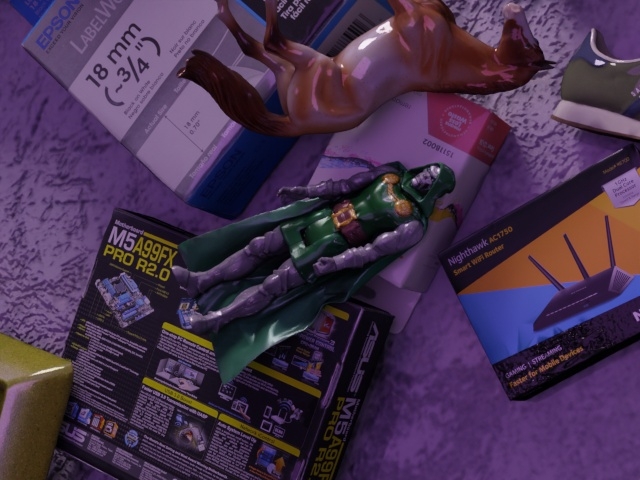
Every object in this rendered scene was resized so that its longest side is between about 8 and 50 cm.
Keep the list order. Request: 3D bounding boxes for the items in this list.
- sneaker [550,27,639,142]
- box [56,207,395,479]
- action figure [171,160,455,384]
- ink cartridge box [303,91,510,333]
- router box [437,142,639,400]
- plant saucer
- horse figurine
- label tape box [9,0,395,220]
[{"bbox_3d":[0.274,-0.112,1.076,0.192,0.064,0.086,16,95,26],"label":"sneaker"},{"bbox_3d":[-0.095,0.115,1.190,0.270,0.060,0.216,20,91,30],"label":"box"},{"bbox_3d":[0.000,0.000,1.100,0.232,0.063,0.137,-28,61,8],"label":"action figure"},{"bbox_3d":[0.055,-0.035,1.156,0.115,0.067,0.198,28,95,22],"label":"ink cartridge box"},{"bbox_3d":[0.199,0.027,1.101,0.179,0.046,0.133,-31,73,16],"label":"router box"},{"bbox_3d":[-0.307,0.177,1.255,0.188,0.045,0.188,14,89,46],"label":"plant saucer"},{"bbox_3d":[0.026,-0.153,1.095,0.263,0.066,0.174,-27,99,2],"label":"horse figurine"},{"bbox_3d":[-0.133,-0.216,1.236,0.333,0.106,0.241,43,99,21],"label":"label tape box"}]
